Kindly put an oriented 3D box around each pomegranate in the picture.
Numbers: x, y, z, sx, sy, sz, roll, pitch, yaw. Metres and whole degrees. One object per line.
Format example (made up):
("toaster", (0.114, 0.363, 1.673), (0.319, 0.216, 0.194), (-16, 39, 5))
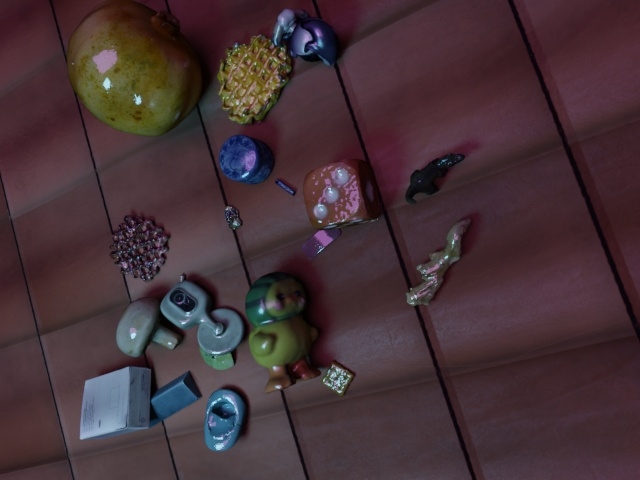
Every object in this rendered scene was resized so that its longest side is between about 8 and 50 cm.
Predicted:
("pomegranate", (-0.567, -0.538, 1.452), (0.417, 0.417, 0.416), (0, 91, 21))

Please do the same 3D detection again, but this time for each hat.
("hat", (-0.314, 0.585, 1.539), (0.138, 0.078, 0.190), (6, 74, 13))

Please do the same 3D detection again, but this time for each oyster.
("oyster", (-0.294, -0.077, 1.552), (0.054, 0.019, 0.083), (-23, 82, 20))

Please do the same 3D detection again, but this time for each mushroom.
("mushroom", (-0.576, 0.305, 1.592), (0.215, 0.207, 0.207), (27, 102, -12))

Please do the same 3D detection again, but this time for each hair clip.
("hair clip", (-0.001, 0.001, 1.437), (0.137, 0.022, 0.054), (-40, 80, 17))

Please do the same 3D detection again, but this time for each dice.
("dice", (0.059, -0.127, 1.334), (0.179, 0.175, 0.173), (-11, 87, 25))

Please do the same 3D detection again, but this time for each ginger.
("ginger", (0.325, 0.059, 1.291), (0.089, 0.075, 0.287), (32, 106, 23))

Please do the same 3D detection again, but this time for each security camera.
("security camera", (-0.385, 0.251, 1.534), (0.302, 0.080, 0.157), (32, 70, 19))

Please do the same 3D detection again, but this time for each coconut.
("coconut", (-0.353, 0.363, 1.561), (0.133, 0.055, 0.158), (-40, 76, 15))

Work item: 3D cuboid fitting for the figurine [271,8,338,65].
("figurine", (-0.033, -0.610, 1.387), (0.222, 0.145, 0.145), (39, 103, 18))

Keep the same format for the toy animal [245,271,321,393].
("toy animal", (-0.128, 0.264, 1.401), (0.191, 0.216, 0.337), (-19, 80, 47))

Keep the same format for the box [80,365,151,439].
("box", (-0.715, 0.569, 1.635), (0.252, 0.106, 0.203), (-21, 62, 24))

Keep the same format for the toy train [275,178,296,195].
("toy train", (-0.114, -0.169, 1.483), (0.083, 0.017, 0.017), (36, 102, 18))

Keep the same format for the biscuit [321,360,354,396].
("biscuit", (0.051, 0.419, 1.423), (0.081, 0.018, 0.083), (31, 102, 18))

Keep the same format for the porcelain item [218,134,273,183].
("porcelain item", (-0.236, -0.255, 1.478), (0.147, 0.114, 0.147), (0, 89, 22))

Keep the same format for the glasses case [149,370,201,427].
("glasses case", (-0.546, 0.564, 1.637), (0.266, 0.056, 0.105), (-34, 78, 18))

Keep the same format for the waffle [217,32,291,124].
("waffle", (-0.215, -0.516, 1.496), (0.263, 0.060, 0.280), (-5, 89, 21))

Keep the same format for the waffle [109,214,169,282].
("waffle", (-0.653, 0.024, 1.677), (0.234, 0.055, 0.221), (25, 98, 14))

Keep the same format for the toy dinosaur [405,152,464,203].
("toy dinosaur", (0.286, -0.180, 1.240), (0.087, 0.179, 0.187), (43, 102, 15))

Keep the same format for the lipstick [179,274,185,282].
("lipstick", (-0.482, 0.167, 1.628), (0.019, 0.019, 0.094), (4, 92, 21))
